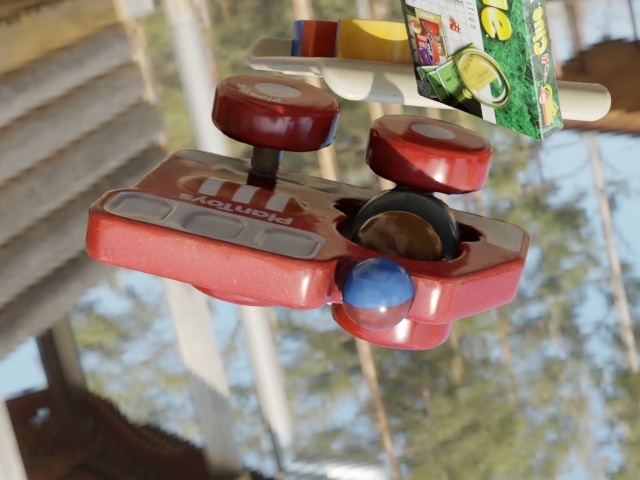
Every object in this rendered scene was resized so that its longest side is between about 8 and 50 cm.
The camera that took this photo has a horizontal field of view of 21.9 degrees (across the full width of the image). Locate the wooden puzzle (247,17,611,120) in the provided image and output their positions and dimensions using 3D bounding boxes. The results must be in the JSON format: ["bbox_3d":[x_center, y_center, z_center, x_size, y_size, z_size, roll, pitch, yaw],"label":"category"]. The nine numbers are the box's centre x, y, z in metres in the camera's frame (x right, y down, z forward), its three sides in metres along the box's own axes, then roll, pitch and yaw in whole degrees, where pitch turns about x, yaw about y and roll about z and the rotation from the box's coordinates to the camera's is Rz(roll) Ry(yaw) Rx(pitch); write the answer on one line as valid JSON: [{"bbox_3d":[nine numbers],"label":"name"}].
[{"bbox_3d":[0.113,-0.203,1.847,0.322,0.080,0.348,4,-170,-17],"label":"wooden puzzle"}]

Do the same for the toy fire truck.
[{"bbox_3d":[0.000,0.000,1.238,0.302,0.169,0.254,15,-160,7],"label":"toy fire truck"}]

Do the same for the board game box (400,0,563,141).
[{"bbox_3d":[0.106,-0.203,1.222,0.136,0.259,0.030,23,-130,41],"label":"board game box"}]
